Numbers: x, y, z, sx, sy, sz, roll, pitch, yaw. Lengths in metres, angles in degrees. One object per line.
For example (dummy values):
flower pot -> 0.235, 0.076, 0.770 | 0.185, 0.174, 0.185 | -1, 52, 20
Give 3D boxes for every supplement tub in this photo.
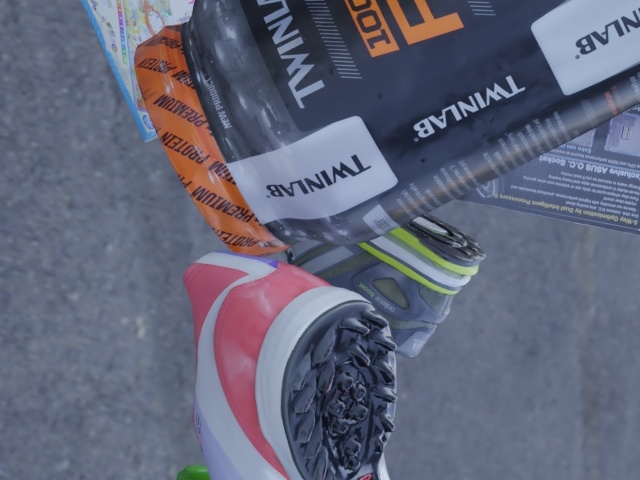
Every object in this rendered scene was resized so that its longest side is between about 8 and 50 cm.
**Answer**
supplement tub -> 0.067, -0.131, 0.992 | 0.207, 0.338, 0.207 | 60, 10, -17

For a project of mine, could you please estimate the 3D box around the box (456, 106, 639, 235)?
box -> 0.249, -0.131, 1.241 | 0.076, 0.307, 0.242 | -57, 156, -70

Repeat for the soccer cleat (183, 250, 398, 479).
soccer cleat -> -0.017, 0.147, 0.926 | 0.108, 0.116, 0.318 | -30, 133, -33

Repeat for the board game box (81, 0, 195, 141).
board game box -> -0.123, -0.169, 1.239 | 0.026, 0.103, 0.154 | -40, 107, -80

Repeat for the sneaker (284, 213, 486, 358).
sneaker -> 0.000, 0.000, 1.385 | 0.111, 0.300, 0.121 | 9, 107, -51

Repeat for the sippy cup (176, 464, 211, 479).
sippy cup -> -0.118, 0.316, 1.161 | 0.240, 0.305, 0.224 | -4, 142, -34
